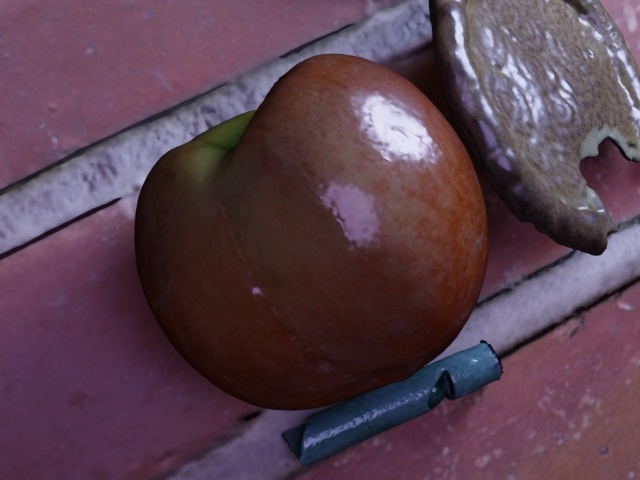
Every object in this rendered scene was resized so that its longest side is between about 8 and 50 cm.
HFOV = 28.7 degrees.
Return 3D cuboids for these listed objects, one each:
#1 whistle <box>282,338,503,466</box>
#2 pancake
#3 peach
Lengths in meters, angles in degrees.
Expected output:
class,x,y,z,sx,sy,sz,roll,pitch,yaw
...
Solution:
class,x,y,z,sx,sy,sz,roll,pitch,yaw
whistle,0.060,0.131,1.013,0.186,0.039,0.039,-21,92,-17
pancake,0.186,-0.122,0.994,0.288,0.033,0.286,8,61,-44
peach,0.000,0.000,0.904,0.252,0.252,0.253,1,85,-17
